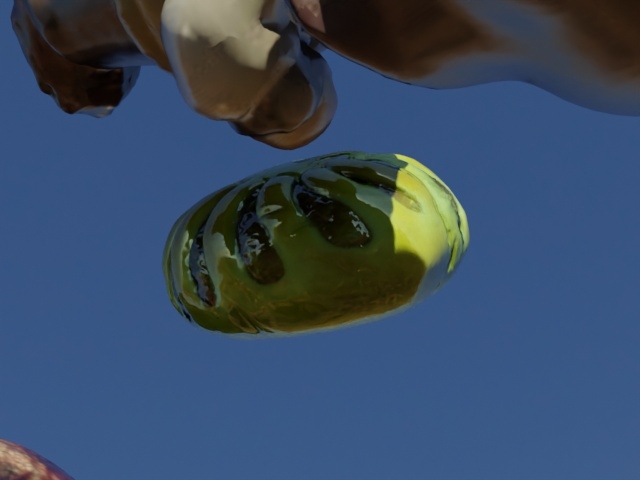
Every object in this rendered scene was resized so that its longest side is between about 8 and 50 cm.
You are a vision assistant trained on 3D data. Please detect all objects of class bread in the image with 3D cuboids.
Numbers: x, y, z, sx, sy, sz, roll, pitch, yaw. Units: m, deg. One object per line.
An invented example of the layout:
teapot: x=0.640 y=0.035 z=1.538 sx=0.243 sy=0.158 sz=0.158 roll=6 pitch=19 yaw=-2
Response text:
bread: x=0.000 y=0.000 z=0.749 sx=0.130 sy=0.139 sz=0.071 roll=-13 pitch=-88 yaw=37

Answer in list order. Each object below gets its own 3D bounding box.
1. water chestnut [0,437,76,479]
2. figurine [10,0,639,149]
water chestnut: x=-0.177 y=0.203 z=0.873 sx=0.238 sy=0.223 sz=0.223 roll=35 pitch=-62 yaw=-8
figurine: x=0.038 y=-0.103 z=0.601 sx=0.218 sy=0.206 sz=0.365 roll=-10 pitch=-16 yaw=-40
